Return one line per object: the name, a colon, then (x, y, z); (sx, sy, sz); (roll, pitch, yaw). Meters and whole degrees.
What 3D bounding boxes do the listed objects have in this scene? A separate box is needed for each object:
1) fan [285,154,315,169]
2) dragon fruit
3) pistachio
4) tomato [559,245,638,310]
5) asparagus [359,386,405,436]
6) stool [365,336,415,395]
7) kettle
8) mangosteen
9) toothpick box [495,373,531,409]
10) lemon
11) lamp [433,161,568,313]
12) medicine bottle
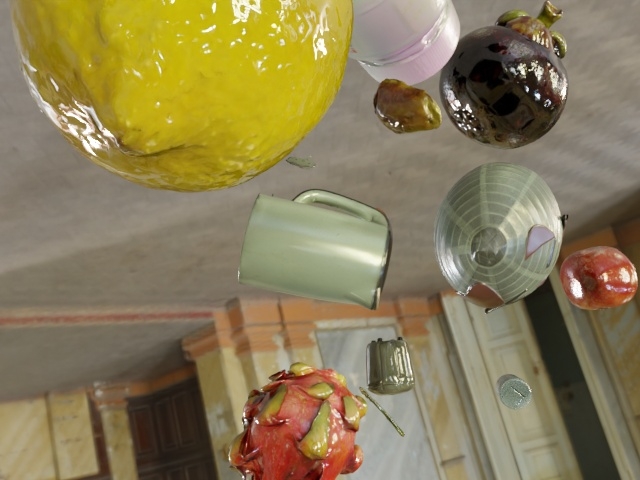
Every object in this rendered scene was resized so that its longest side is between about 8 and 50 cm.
fan: (-0.033, -0.155, 1.331); (0.056, 0.004, 0.083); (19, -155, 10)
dragon fruit: (-0.048, 0.380, 1.249); (0.307, 0.227, 0.243); (-49, -169, 3)
pistachio: (0.136, -0.219, 1.163); (0.049, 0.173, 0.089); (-21, 123, -22)
tomato: (0.577, 0.086, 1.452); (0.091, 0.138, 0.159); (-10, 180, -45)
asparagus: (0.147, 0.405, 1.621); (0.016, 0.166, 0.013); (-47, -170, -35)
stool: (0.134, 0.246, 1.340); (0.096, 0.110, 0.096); (-3, 165, -1)
kettle: (0.000, 0.000, 1.227); (0.256, 0.240, 0.165); (11, 141, 2)
mangosteen: (0.421, -0.365, 1.566); (0.297, 0.313, 0.296); (16, 143, 12)
toothpick box: (0.325, 0.255, 1.157); (0.052, 0.052, 0.083); (-17, 172, 7)
lemon: (-0.090, -0.154, 0.479); (0.236, 0.263, 0.235); (-14, 126, -20)
lamp: (0.314, -0.006, 1.232); (0.233, 0.233, 0.265); (1, 122, -44)
medicine bottle: (0.103, -0.424, 1.179); (0.241, 0.241, 0.302); (-21, 153, 21)
